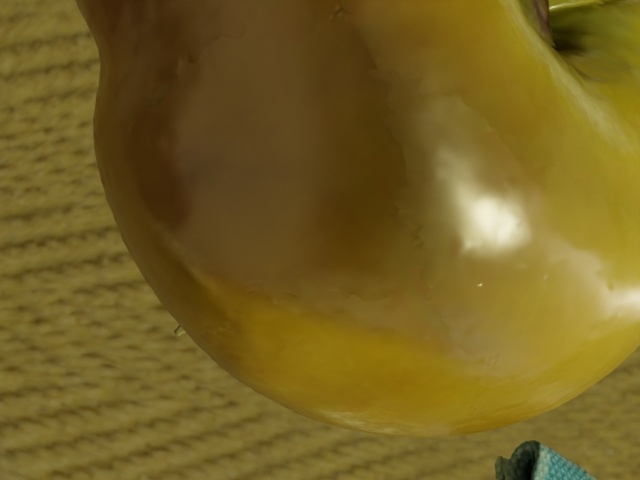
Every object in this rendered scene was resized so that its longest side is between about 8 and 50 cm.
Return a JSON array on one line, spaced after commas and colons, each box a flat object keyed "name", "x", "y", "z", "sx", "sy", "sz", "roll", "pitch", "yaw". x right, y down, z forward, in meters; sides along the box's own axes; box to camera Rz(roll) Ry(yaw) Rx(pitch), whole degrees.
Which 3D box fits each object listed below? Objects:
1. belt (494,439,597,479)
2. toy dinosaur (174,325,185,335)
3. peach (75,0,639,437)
[{"name": "belt", "x": 0.134, "y": 0.216, "z": 0.901, "sx": 0.072, "sy": 0.302, "sz": 0.087, "roll": 26, "pitch": 114, "yaw": -11}, {"name": "toy dinosaur", "x": 0.000, "y": 0.000, "z": 0.886, "sx": 0.126, "sy": 0.039, "sz": 0.162, "roll": 22, "pitch": 98, "yaw": 19}, {"name": "peach", "x": 0.028, "y": -0.061, "z": 0.516, "sx": 0.251, "sy": 0.153, "sz": 0.251, "roll": 37, "pitch": 46, "yaw": -51}]
